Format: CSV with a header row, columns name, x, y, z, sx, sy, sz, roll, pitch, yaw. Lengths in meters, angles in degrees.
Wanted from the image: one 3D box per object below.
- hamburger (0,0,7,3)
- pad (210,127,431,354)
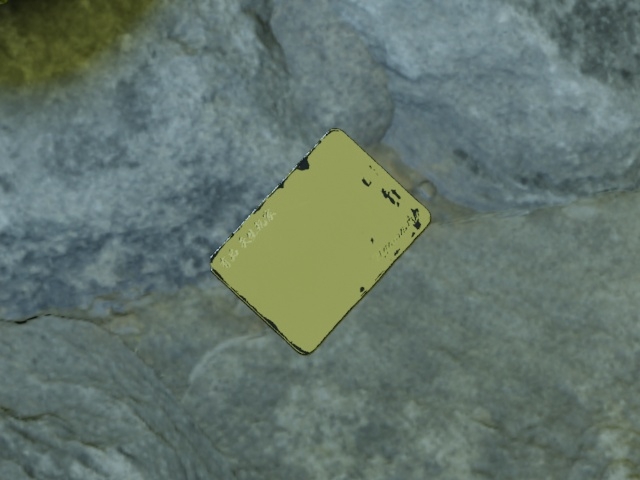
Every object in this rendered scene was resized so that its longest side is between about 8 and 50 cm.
name,x,y,z,sx,sy,sz,roll,pitch,yaw
hamburger,-0.267,-0.315,1.222,0.302,0.170,0.302,1,84,-9
pad,0.000,0.000,1.314,0.112,0.003,0.157,43,81,-2
